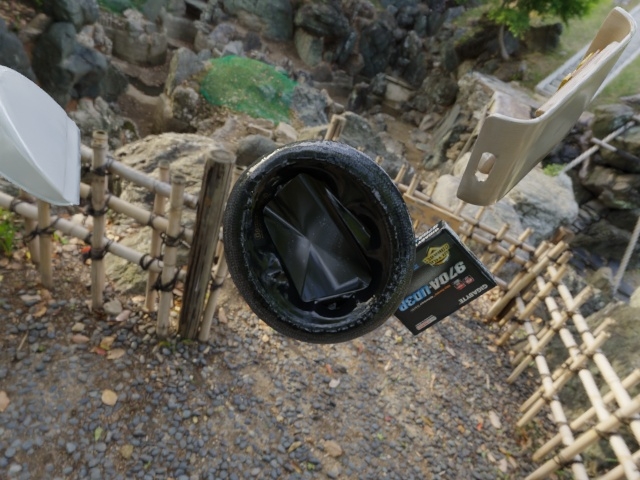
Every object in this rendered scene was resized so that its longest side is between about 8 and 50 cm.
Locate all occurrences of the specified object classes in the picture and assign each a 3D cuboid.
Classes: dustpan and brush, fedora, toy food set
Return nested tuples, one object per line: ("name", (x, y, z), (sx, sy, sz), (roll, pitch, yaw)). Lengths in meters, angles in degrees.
("dustpan and brush", (-0.324, -0.134, 0.378), (0.060, 0.211, 0.147), (-21, 57, -3))
("fedora", (0.000, 0.000, 0.693), (0.334, 0.333, 0.152), (23, 8, -1))
("toy food set", (0.360, -0.212, 0.672), (0.306, 0.219, 0.092), (-41, 67, -13))

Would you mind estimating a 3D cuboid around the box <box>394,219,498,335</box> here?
("box", (0.236, 0.087, 0.880), (0.175, 0.220, 0.051), (46, 25, -10))
